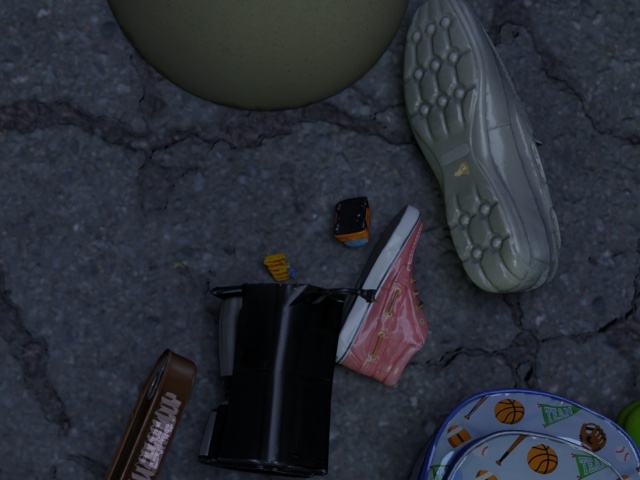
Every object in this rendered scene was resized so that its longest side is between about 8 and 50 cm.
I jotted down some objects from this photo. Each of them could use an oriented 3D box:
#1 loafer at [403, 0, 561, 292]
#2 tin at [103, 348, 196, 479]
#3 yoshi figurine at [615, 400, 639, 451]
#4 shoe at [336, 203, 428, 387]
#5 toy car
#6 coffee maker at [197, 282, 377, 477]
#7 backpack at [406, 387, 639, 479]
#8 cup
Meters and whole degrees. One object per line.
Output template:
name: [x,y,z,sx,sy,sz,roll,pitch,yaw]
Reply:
loafer: [0.168,-0.100,1.974,0.111,0.112,0.319,-2,76,-49]
tin: [-0.169,0.196,1.829,0.040,0.106,0.189,26,75,-14]
yoshi figurine: [0.478,0.230,1.926,0.362,0.203,0.203,32,49,-7]
shoe: [0.078,0.057,1.936,0.081,0.063,0.178,28,79,-7]
toy car: [0.000,0.000,1.951,0.122,0.060,0.040,-22,128,0]
coffee maker: [-0.038,0.134,1.836,0.120,0.171,0.178,10,78,-27]
backpack: [0.189,0.276,1.848,0.276,0.213,0.263,18,65,-6]
cup: [-0.042,-0.317,1.893,0.331,0.237,0.331,2,78,-11]
